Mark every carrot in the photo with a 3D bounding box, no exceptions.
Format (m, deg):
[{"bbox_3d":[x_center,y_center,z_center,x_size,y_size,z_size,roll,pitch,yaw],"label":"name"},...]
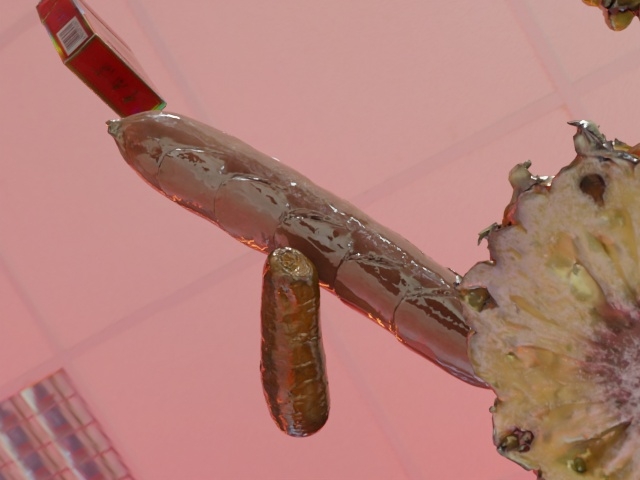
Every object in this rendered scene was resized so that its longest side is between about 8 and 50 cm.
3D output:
[{"bbox_3d":[-0.025,0.089,0.826,0.060,0.060,0.186,6,-59,19],"label":"carrot"}]

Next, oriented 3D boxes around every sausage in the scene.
[{"bbox_3d":[0.000,0.000,0.854,0.433,0.088,0.088,32,-64,5],"label":"sausage"}]

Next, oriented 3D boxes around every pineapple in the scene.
[{"bbox_3d":[0.153,0.028,0.373,0.176,0.137,0.161,36,-56,17],"label":"pineapple"}]

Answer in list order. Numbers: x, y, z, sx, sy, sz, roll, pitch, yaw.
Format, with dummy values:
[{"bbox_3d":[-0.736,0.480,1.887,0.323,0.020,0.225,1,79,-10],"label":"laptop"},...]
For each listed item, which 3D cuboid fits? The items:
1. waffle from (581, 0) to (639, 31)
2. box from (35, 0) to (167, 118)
[{"bbox_3d":[0.310,-0.321,0.834,0.301,0.058,0.282,-39,-126,24],"label":"waffle"},{"bbox_3d":[-0.236,-0.197,1.034,0.048,0.175,0.112,-42,-52,4],"label":"box"}]
